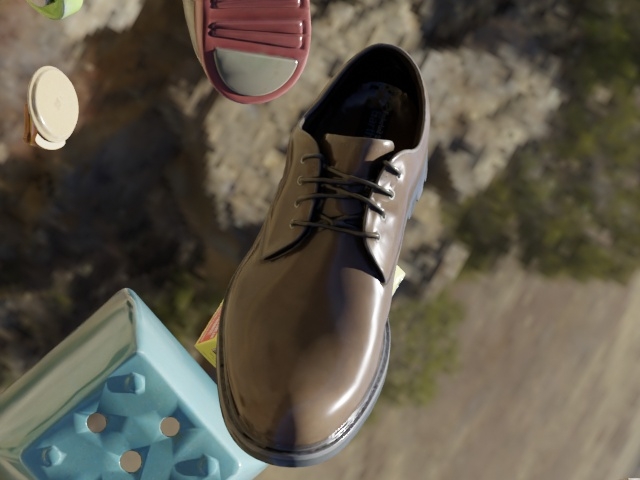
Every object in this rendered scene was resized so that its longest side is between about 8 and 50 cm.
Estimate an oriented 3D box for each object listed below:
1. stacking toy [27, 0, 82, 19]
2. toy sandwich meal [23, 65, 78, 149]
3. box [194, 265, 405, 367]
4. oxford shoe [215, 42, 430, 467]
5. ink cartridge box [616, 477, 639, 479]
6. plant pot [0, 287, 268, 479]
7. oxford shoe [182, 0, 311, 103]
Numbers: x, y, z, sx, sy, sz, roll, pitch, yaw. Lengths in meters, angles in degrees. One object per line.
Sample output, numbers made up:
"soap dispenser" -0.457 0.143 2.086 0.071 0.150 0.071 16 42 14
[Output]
"stacking toy" -0.390 -0.368 2.242 0.130 0.279 0.309 -37 -167 -24
"toy sandwich meal" -0.274 -0.132 1.909 0.085 0.029 0.085 18 69 -57
"box" -0.024 0.072 1.930 0.232 0.058 0.087 -22 -151 47
"oxford shoe" 0.001 -0.002 0.883 0.096 0.083 0.227 97 5 -54
"ink cartridge box" 0.268 0.352 1.927 0.235 0.088 0.193 -27 -124 56
"plant pot" -0.134 0.143 1.312 0.166 0.165 0.234 -41 -176 -9
"oxford shoe" -0.073 -0.294 1.556 0.123 0.130 0.348 -2 112 -20
